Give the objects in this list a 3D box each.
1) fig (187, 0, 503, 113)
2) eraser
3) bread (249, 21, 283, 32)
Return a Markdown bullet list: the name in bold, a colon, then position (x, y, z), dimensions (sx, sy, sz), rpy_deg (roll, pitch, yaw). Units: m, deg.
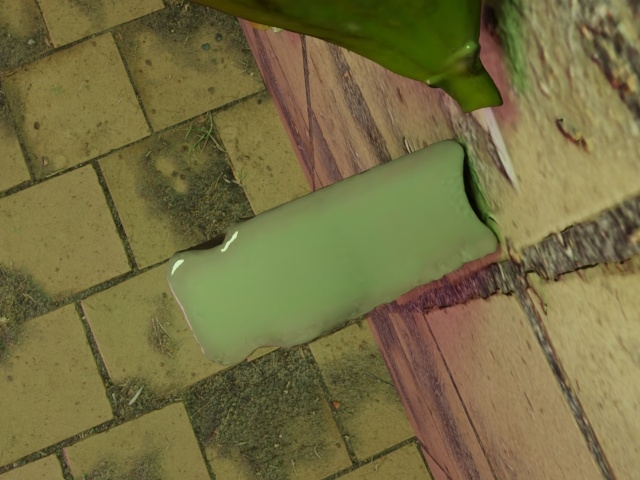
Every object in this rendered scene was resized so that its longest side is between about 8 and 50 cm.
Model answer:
- **fig**: position (-0.034, -0.187, 0.271), dimensions (0.233, 0.233, 0.314), rpy_deg (-118, 12, -58)
- **eraser**: position (0.000, 0.000, 0.648), dimensions (0.359, 0.272, 0.122), rpy_deg (-128, 14, -84)
- **bread**: position (-0.105, -0.437, 1.025), dimensions (0.106, 0.082, 0.125), rpy_deg (62, -175, -48)
